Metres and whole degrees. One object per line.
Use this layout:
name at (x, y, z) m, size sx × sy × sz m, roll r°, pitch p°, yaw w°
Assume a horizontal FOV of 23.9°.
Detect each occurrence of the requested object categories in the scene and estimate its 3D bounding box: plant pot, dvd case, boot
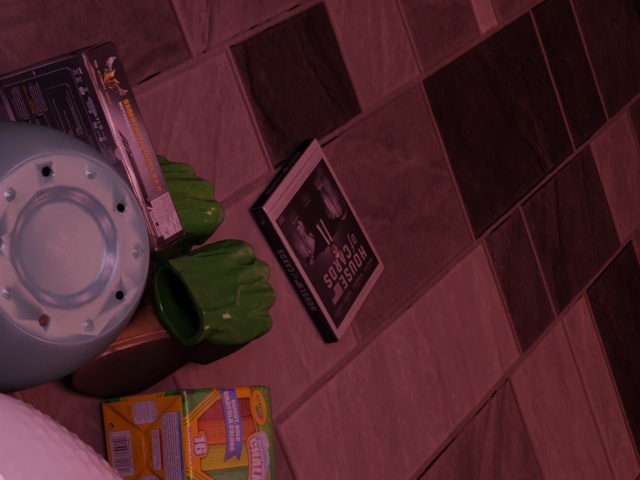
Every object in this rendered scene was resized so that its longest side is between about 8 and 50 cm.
plant pot at (-0.305, 0.013, 1.484) m, size 0.293 × 0.235 × 0.293 m, roll 4°, pitch 83°, yaw -39°
dvd case at (0.000, 0.000, 2.156) m, size 0.239 × 0.029 × 0.179 m, roll 60°, pitch 40°, yaw -24°
boot at (-0.201, 0.103, 1.816) m, size 0.305 × 0.112 × 0.115 m, roll -17°, pitch 65°, yaw -51°

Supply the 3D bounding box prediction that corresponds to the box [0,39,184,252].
box at (-0.269, -0.088, 1.669) m, size 0.056 × 0.183 × 0.231 m, roll -34°, pitch 108°, yaw -51°

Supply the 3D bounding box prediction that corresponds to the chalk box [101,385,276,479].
chalk box at (-0.138, 0.244, 1.806) m, size 0.213 × 0.132 × 0.132 m, roll 2°, pitch 80°, yaw -54°

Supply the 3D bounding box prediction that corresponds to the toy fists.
toy fists at (-0.159, 0.012, 1.797) m, size 0.142 × 0.096 × 0.279 m, roll -13°, pitch 57°, yaw -42°

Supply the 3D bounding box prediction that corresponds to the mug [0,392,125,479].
mug at (-0.334, 0.339, 1.426) m, size 0.374 × 0.276 × 0.328 m, roll -43°, pitch 114°, yaw -17°
